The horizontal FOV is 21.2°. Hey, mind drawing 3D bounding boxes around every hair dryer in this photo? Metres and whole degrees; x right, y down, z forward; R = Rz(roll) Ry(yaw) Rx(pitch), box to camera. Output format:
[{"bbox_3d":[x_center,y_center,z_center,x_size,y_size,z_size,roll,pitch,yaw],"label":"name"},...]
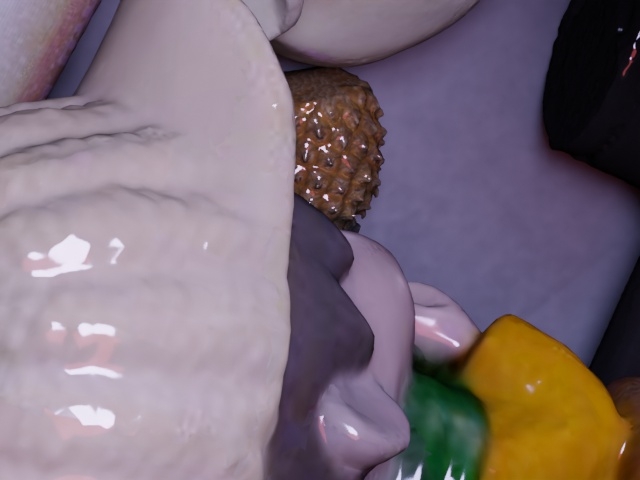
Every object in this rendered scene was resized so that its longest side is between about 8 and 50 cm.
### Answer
[{"bbox_3d":[0.144,0.034,0.651,0.197,0.089,0.251,24,102,-14],"label":"hair dryer"}]

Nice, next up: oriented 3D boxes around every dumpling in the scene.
[{"bbox_3d":[0.014,-0.107,0.572,0.169,0.134,0.099,-11,100,-5],"label":"dumpling"}]

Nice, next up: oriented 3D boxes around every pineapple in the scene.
[{"bbox_3d":[0.000,0.000,0.633,0.058,0.058,0.124,-8,113,-8],"label":"pineapple"}]

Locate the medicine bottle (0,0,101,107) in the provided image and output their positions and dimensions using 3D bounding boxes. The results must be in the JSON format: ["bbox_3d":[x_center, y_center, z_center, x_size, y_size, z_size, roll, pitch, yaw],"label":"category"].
[{"bbox_3d":[-0.132,-0.071,0.573,0.108,0.108,0.426,29,94,-12],"label":"medicine bottle"}]

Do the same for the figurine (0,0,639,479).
[{"bbox_3d":[-0.001,0.083,0.514,0.332,0.185,0.204,40,51,-13],"label":"figurine"}]
